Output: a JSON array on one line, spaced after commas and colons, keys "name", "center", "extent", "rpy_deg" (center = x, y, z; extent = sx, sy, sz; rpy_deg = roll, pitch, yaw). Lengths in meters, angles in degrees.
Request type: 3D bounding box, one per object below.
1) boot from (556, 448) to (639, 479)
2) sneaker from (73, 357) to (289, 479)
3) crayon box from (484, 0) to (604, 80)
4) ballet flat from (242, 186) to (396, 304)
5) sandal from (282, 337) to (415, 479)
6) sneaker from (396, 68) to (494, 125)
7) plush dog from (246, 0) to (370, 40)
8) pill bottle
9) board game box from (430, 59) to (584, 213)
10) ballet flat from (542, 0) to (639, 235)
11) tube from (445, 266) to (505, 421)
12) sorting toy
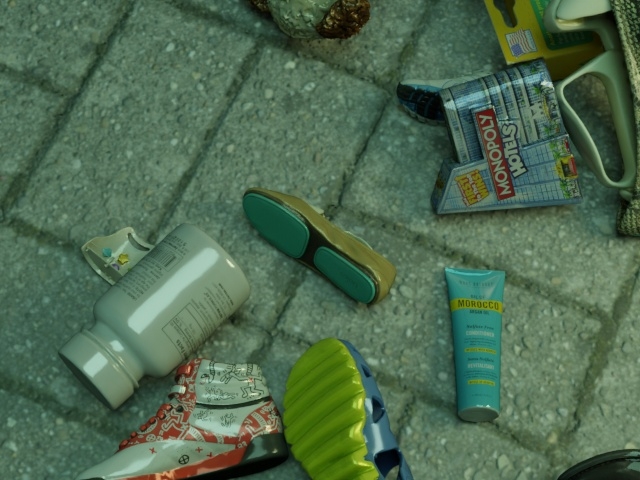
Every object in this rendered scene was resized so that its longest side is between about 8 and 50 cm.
[{"name": "boot", "center": [0.412, 0.365, 1.552], "extent": [0.263, 0.091, 0.228], "rpy_deg": [-6, 65, 17]}, {"name": "sneaker", "center": [-0.184, 0.232, 1.628], "extent": [0.270, 0.090, 0.145], "rpy_deg": [-12, 67, -10]}, {"name": "crayon box", "center": [0.383, -0.347, 1.888], "extent": [0.323, 0.083, 0.203], "rpy_deg": [-13, 68, -7]}, {"name": "ballet flat", "center": [0.000, 0.000, 1.750], "extent": [0.232, 0.080, 0.073], "rpy_deg": [38, 44, 11]}, {"name": "sandal", "center": [0.051, 0.267, 1.606], "extent": [0.126, 0.138, 0.317], "rpy_deg": [-31, 61, 27]}, {"name": "sneaker", "center": [0.200, -0.204, 1.838], "extent": [0.191, 0.071, 0.082], "rpy_deg": [11, 61, -6]}, {"name": "plush dog", "center": [0.008, -0.386, 1.870], "extent": [0.262, 0.211, 0.225], "rpy_deg": [24, 81, 38]}, {"name": "pill bottle", "center": [-0.210, 0.098, 1.660], "extent": [0.131, 0.131, 0.229], "rpy_deg": [41, 72, 15]}, {"name": "board game box", "center": [0.229, -0.117, 1.757], "extent": [0.194, 0.060, 0.194], "rpy_deg": [-18, 110, 1]}, {"name": "ballet flat", "center": [0.392, -0.236, 1.741], "extent": [0.182, 0.164, 0.482], "rpy_deg": [-12, 93, 3]}, {"name": "tube", "center": [0.201, 0.129, 1.705], "extent": [0.080, 0.052, 0.207], "rpy_deg": [7, 60, -9]}, {"name": "sorting toy", "center": [-0.258, 0.020, 1.743], "extent": [0.083, 0.045, 0.075], "rpy_deg": [38, 64, 14]}]
